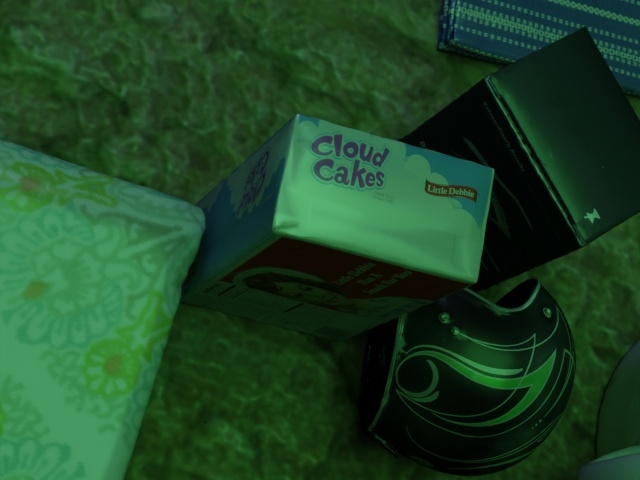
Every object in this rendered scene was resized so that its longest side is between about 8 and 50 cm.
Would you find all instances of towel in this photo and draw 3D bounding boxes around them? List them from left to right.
[{"bbox_3d":[-0.287,0.099,0.995,0.320,0.090,0.375,20,75,-11],"label":"towel"},{"bbox_3d":[0.231,-0.314,1.325,0.243,0.040,0.336,10,77,-20],"label":"towel"}]

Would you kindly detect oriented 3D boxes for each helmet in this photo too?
[{"bbox_3d":[0.124,0.106,1.120,0.161,0.169,0.169,13,74,-8],"label":"helmet"}]

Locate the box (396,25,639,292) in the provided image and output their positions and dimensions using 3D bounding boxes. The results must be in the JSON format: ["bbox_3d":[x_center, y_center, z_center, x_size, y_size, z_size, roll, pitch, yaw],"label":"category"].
[{"bbox_3d":[0.169,-0.060,1.145,0.108,0.207,0.153,-29,89,-24],"label":"box"}]

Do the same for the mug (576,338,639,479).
[{"bbox_3d":[0.384,0.171,1.109,0.374,0.328,0.276,-6,80,-22],"label":"mug"}]

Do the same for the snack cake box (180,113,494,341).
[{"bbox_3d":[0.000,0.000,1.037,0.152,0.264,0.089,16,72,-17],"label":"snack cake box"}]
